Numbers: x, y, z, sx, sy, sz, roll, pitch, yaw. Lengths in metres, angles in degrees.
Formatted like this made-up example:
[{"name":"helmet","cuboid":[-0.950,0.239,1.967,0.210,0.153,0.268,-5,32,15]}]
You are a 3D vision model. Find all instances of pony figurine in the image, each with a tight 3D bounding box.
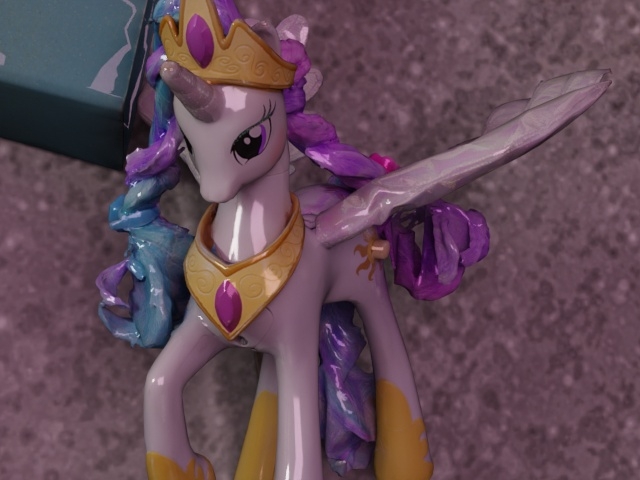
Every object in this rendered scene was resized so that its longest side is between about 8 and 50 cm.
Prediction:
[{"name":"pony figurine","cuboid":[0.000,0.000,0.924,0.303,0.351,0.363,6,110,24]}]

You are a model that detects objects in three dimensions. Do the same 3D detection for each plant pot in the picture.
[{"name":"plant pot","cuboid":[-0.224,-0.164,0.963,0.234,0.166,0.165,12,78,-5]}]
